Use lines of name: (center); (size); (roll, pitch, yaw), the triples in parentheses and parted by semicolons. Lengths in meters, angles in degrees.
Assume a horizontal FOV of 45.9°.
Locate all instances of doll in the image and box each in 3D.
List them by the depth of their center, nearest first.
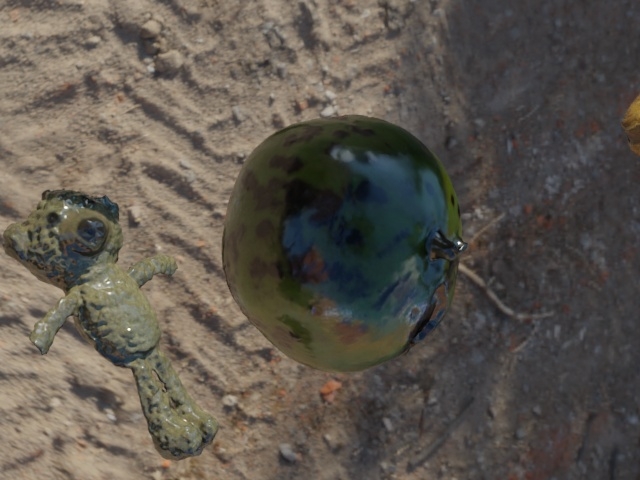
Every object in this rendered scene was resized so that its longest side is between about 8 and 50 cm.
doll: (-0.208, 0.084, 0.763); (0.203, 0.091, 0.285); (2, 70, -39)

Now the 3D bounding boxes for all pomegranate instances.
pomegranate: (0.000, 0.000, 0.372); (0.122, 0.162, 0.122); (0, 90, -35)

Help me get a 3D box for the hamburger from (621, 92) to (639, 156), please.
hamburger: (0.565, -0.193, 0.981); (0.284, 0.304, 0.174); (-38, 93, -23)
